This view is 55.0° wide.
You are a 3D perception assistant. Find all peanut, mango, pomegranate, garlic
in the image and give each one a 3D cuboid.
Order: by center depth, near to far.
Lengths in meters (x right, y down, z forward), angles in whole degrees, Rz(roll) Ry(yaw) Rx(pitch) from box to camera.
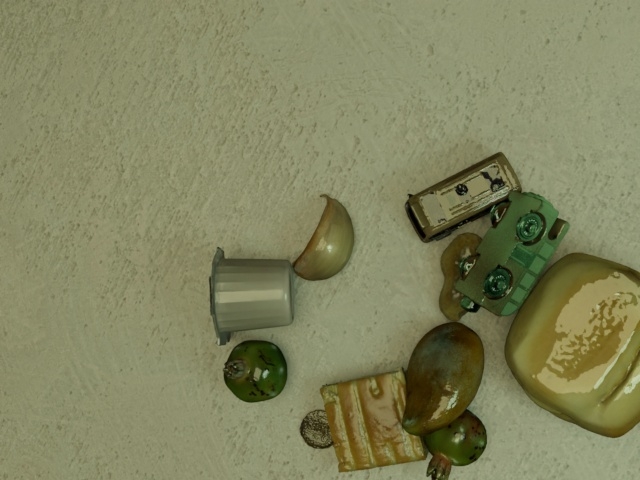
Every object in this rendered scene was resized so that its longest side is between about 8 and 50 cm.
[{"bbox_3d":[0.298,0.342,1.529,0.193,0.146,0.316,-2,45,44],"label":"mango"},{"bbox_3d":[0.327,0.508,1.536,0.159,0.159,0.205,26,59,14],"label":"pomegranate"},{"bbox_3d":[0.366,0.095,1.604,0.120,0.110,0.236,13,97,3],"label":"peanut"},{"bbox_3d":[-0.189,0.353,1.658,0.180,0.210,0.179,-5,79,28],"label":"pomegranate"},{"bbox_3d":[0.011,-0.001,1.692,0.164,0.146,0.244,21,88,45],"label":"garlic"}]

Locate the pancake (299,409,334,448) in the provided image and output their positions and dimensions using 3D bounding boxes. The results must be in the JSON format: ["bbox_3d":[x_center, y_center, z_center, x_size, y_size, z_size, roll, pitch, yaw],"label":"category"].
[{"bbox_3d":[-0.002,0.525,1.701,0.115,0.011,0.114,-1,85,13],"label":"pancake"}]

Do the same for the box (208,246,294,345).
[{"bbox_3d":[-0.177,0.168,1.678,0.207,0.262,0.291,-3,123,3],"label":"box"}]

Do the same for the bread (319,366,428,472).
[{"bbox_3d":[0.138,0.471,1.622,0.240,0.111,0.245,-13,82,11],"label":"bread"}]

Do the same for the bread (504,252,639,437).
[{"bbox_3d":[0.633,0.244,1.449,0.348,0.253,0.375,31,90,21],"label":"bread"}]

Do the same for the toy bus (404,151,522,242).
[{"bbox_3d":[0.365,-0.108,1.589,0.290,0.157,0.139,-26,80,10],"label":"toy bus"}]

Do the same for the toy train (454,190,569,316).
[{"bbox_3d":[0.456,0.040,1.487,0.159,0.129,0.326,28,95,-26],"label":"toy train"}]
